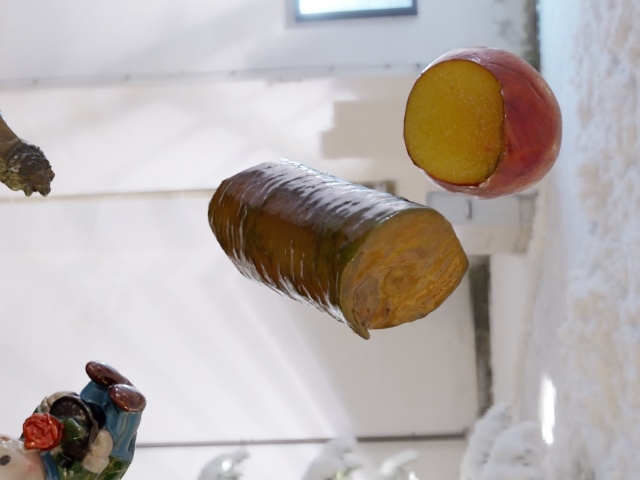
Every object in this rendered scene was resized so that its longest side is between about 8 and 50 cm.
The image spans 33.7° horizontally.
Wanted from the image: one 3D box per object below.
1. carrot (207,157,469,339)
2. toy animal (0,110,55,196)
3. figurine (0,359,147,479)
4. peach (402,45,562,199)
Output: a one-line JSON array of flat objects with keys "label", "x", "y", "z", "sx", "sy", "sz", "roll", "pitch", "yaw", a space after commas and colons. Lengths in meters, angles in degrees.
[{"label": "carrot", "x": 0.000, "y": 0.000, "z": 0.841, "sx": 0.302, "sy": 0.114, "sz": 0.114, "roll": -156, "pitch": 59, "yaw": -63}, {"label": "toy animal", "x": -0.387, "y": -0.130, "z": 1.184, "sx": 0.086, "sy": 0.069, "sz": 0.220, "roll": -46, "pitch": -59, "yaw": -28}, {"label": "figurine", "x": -0.282, "y": 0.216, "z": 1.019, "sx": 0.234, "sy": 0.127, "sz": 0.185, "roll": -4, "pitch": -44, "yaw": -52}, {"label": "peach", "x": 0.188, "y": -0.134, "z": 1.245, "sx": 0.192, "sy": 0.190, "sz": 0.190, "roll": -49, "pitch": -43, "yaw": -71}]
